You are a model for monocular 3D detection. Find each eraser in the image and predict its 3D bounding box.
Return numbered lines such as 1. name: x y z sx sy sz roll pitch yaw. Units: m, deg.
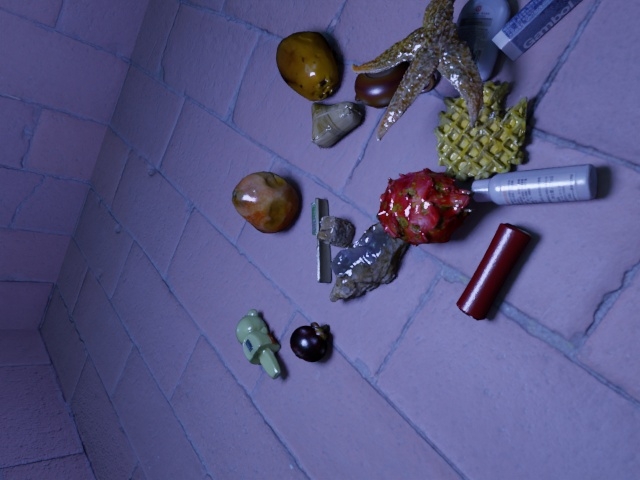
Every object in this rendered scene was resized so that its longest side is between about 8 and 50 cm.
1. eraser: 0.522 -0.534 1.134 0.212 0.092 0.046 -43 58 32

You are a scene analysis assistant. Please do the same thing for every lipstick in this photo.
1. lipstick: 0.414 0.075 1.146 0.080 0.080 0.241 37 108 40

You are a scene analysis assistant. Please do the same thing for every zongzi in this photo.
1. zongzi: 0.042 -0.423 1.564 0.195 0.099 0.197 -27 59 37

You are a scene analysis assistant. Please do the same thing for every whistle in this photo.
1. whistle: -0.213 0.362 1.663 0.288 0.106 0.131 48 113 38

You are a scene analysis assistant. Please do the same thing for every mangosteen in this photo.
1. mangosteen: -0.027 0.314 1.502 0.140 0.140 0.139 -8 78 42

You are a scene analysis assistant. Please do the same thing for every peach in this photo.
1. peach: -0.201 -0.138 1.648 0.214 0.236 0.214 -20 60 39

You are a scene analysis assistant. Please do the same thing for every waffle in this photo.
1. waffle: 0.405 -0.281 1.226 0.250 0.056 0.261 -1 85 44

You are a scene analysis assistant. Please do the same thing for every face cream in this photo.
1. face cream: 0.485 -0.125 1.109 0.269 0.082 0.081 1 84 42
2. face cream: 0.419 -0.564 1.245 0.144 0.071 0.291 20 98 40

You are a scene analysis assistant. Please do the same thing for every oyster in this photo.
1. oyster: 0.133 0.057 1.385 0.341 0.110 0.166 -36 65 18

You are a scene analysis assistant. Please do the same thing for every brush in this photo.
1. brush: 0.000 0.000 1.560 0.048 0.054 0.282 -18 71 50

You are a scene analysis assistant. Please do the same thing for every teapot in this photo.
1. teapot: 0.212 -0.450 1.398 0.252 0.135 0.178 2 55 26

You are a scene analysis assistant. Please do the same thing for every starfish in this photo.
1. starfish: 0.273 -0.459 1.210 0.384 0.132 0.397 -29 72 26

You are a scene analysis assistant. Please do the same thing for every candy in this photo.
1. candy: 0.047 -0.029 1.484 0.085 0.110 0.095 10 79 53

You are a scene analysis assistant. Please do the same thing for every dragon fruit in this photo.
1. dragon fruit: 0.276 -0.085 1.221 0.268 0.210 0.205 -7 51 46

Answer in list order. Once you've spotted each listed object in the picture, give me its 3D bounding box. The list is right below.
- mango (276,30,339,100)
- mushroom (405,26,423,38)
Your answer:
1. mango: -0.043 -0.599 1.628 0.201 0.153 0.287 -55 50 29
2. mushroom: 0.290 -0.560 1.354 0.126 0.085 0.109 -20 71 23
